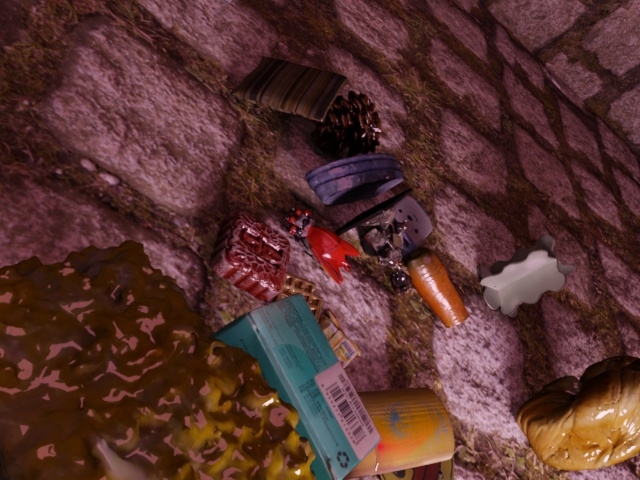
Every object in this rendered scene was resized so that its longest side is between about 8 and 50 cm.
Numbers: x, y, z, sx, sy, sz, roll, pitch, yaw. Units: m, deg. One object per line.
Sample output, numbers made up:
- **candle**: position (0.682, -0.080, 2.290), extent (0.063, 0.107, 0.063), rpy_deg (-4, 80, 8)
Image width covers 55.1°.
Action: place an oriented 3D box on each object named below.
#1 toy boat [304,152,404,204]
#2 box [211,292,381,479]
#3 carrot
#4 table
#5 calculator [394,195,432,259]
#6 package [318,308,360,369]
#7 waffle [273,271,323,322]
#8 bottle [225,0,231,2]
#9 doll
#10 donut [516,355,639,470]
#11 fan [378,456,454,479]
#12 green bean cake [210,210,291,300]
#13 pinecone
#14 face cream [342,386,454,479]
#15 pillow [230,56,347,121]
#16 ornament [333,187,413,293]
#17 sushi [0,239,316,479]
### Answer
- **toy boat**: position (0.072, -0.136, 1.344), extent (0.283, 0.127, 0.078), rpy_deg (-14, 78, -51)
- **box**: position (-0.109, 0.223, 0.740), extent (0.118, 0.311, 0.205), rpy_deg (-10, 68, -58)
- **carrot**: position (0.259, 0.106, 1.387), extent (0.193, 0.087, 0.087), rpy_deg (58, 37, -12)
- **table**: position (0.530, 0.088, 1.576), extent (0.167, 0.198, 0.166), rpy_deg (26, 46, -30)
- **calculator**: position (0.197, -0.034, 1.463), extent (0.121, 0.039, 0.210), rpy_deg (52, 39, 1)
- **package**: position (0.012, 0.196, 1.107), extent (0.108, 0.031, 0.121), rpy_deg (51, 45, -1)
- **waffle**: position (-0.042, 0.122, 1.099), extent (0.092, 0.021, 0.135), rpy_deg (21, 46, -8)
- **bottle**: position (-0.285, -0.641, 1.418), extent (0.217, 0.060, 0.060), rpy_deg (34, 42, -24)
- **doll**: position (0.000, 0.000, 1.221), extent (0.169, 0.057, 0.109), rpy_deg (47, 41, -9)
- **donut**: position (0.605, 0.364, 1.331), extent (0.360, 0.360, 0.169), rpy_deg (-15, 76, -50)
- **fan**: position (0.201, 0.419, 1.144), extent (0.335, 0.011, 0.229), rpy_deg (45, 39, -7)
- **green bean cake**: position (-0.119, 0.024, 1.085), extent (0.135, 0.056, 0.135), rpy_deg (31, 44, -24)
- **pinecone**: position (0.061, -0.262, 1.414), extent (0.174, 0.174, 0.173), rpy_deg (26, 46, -30)
- **face cream**: position (0.115, 0.329, 1.067), extent (0.285, 0.067, 0.139), rpy_deg (8, 53, -40)
- **pillow**: position (-0.065, -0.339, 1.362), extent (0.212, 0.052, 0.208), rpy_deg (18, 43, 7)
- **ornament**: position (0.155, 0.018, 1.312), extent (0.166, 0.153, 0.196), rpy_deg (-37, 99, -51)
- **sushi**: position (-0.229, 0.198, 0.572), extent (0.351, 0.396, 0.240), rpy_deg (49, 41, 12)
